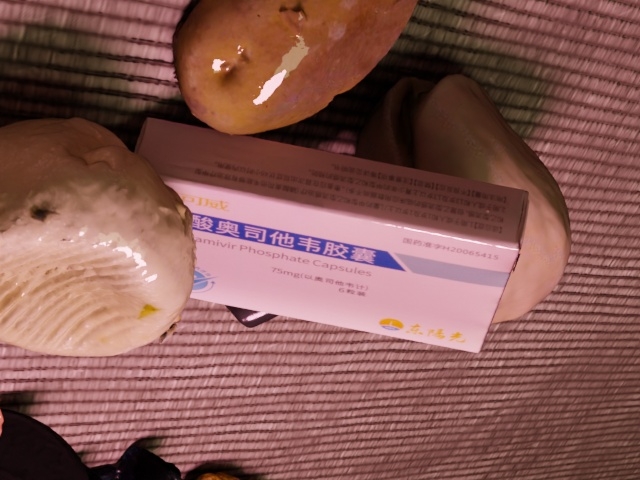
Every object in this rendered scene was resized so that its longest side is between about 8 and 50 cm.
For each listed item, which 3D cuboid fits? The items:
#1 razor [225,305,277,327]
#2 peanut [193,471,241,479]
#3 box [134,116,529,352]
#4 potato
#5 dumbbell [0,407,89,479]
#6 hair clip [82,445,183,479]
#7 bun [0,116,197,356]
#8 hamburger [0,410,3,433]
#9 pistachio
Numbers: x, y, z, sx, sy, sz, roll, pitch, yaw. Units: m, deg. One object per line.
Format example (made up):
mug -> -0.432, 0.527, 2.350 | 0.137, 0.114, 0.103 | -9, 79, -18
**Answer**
razor -> -0.037, 0.023, 1.767 | 0.148, 0.090, 0.054 | -36, 152, 12
peanut -> -0.113, 0.346, 2.237 | 0.087, 0.087, 0.206 | -37, 154, 8
box -> 0.000, 0.000, 1.574 | 0.343, 0.065, 0.200 | 11, 148, 0
potato -> -0.025, -0.175, 1.440 | 0.243, 0.098, 0.138 | -46, 149, 23
dumbbell -> -0.371, 0.340, 1.817 | 0.203, 0.204, 0.322 | -13, 148, -34
hair clip -> -0.249, 0.396, 2.040 | 0.194, 0.206, 0.310 | -9, 145, -41
bun -> -0.217, -0.009, 1.434 | 0.259, 0.160, 0.259 | 0, 150, 0
hamburger -> -0.390, 0.148, 1.534 | 0.236, 0.147, 0.237 | -25, 149, -16
pistachio -> 0.138, -0.039, 1.743 | 0.332, 0.207, 0.226 | 49, 53, -50
